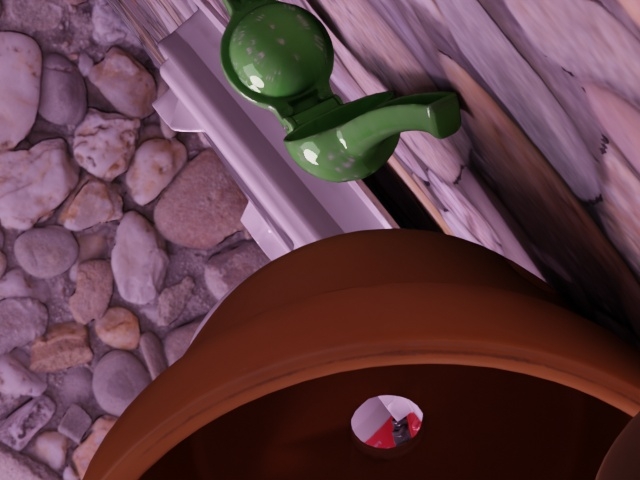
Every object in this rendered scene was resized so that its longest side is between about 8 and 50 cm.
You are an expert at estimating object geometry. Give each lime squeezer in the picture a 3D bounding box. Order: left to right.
[{"bbox_3d":[-0.017,-0.090,0.832,0.310,0.059,0.110,50,177,46],"label":"lime squeezer"}]

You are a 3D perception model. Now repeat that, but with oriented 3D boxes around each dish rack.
[{"bbox_3d":[0.000,0.000,1.224,0.285,0.072,0.333,50,177,27],"label":"dish rack"}]

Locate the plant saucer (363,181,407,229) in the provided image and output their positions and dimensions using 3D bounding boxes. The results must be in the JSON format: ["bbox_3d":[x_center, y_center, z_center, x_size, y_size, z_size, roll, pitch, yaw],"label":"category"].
[{"bbox_3d":[0.082,0.037,1.220,0.192,0.018,0.067,51,177,6],"label":"plant saucer"}]

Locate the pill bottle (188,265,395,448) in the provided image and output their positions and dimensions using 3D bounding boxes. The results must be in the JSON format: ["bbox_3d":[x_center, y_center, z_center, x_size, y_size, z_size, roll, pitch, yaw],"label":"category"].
[{"bbox_3d":[0.053,0.214,1.753,0.229,0.229,0.408,49,176,48],"label":"pill bottle"}]

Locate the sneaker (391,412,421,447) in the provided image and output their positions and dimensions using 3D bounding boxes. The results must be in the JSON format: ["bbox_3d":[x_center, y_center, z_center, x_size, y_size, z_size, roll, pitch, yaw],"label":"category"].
[{"bbox_3d":[0.155,0.221,1.497,0.262,0.104,0.125,51,179,22],"label":"sneaker"}]

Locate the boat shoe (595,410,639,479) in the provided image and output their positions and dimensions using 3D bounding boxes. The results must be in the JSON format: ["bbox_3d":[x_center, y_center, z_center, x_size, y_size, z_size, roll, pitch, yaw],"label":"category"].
[{"bbox_3d":[0.183,0.169,0.389,0.110,0.121,0.341,48,-169,-50],"label":"boat shoe"}]

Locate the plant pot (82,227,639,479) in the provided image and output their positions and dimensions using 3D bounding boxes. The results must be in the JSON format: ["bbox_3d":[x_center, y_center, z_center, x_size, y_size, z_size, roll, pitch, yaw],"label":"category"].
[{"bbox_3d":[0.033,0.123,0.761,0.291,0.291,0.203,53,-167,-22],"label":"plant pot"}]
